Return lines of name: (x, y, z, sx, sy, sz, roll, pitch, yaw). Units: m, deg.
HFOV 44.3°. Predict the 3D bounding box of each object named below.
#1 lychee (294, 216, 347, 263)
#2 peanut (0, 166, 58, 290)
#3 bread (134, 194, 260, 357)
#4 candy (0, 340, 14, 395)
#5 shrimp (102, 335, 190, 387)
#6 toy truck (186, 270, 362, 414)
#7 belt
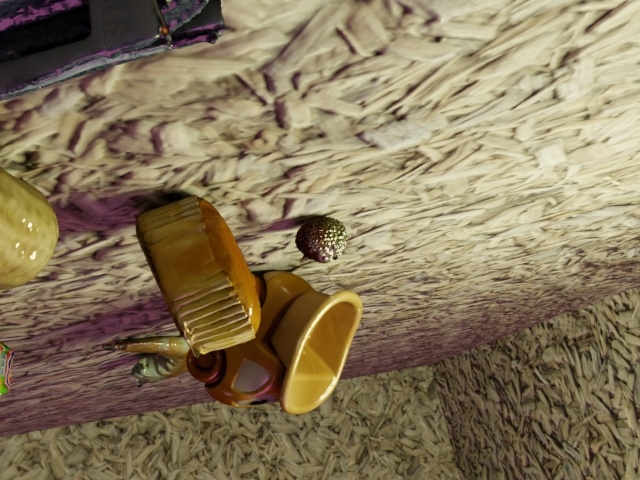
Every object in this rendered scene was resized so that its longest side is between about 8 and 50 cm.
lychee: (0.000, 0.000, 1.144, 0.083, 0.068, 0.067, -39, 155, -15)
peanut: (-0.326, -0.020, 0.736, 0.137, 0.122, 0.253, 25, 173, 14)
bread: (-0.142, 0.040, 0.956, 0.114, 0.190, 0.132, -20, 168, -6)
candy: (-0.670, 0.186, 1.252, 0.124, 0.124, 0.365, -25, 152, 36)
shrimp: (-0.364, 0.266, 1.787, 0.185, 0.068, 0.287, -14, 163, -2)
toy truck: (-0.078, 0.179, 1.393, 0.212, 0.287, 0.204, 29, -176, 28)
belt: (-0.168, -0.136, 0.428, 0.218, 0.128, 0.122, -15, 163, 5)
